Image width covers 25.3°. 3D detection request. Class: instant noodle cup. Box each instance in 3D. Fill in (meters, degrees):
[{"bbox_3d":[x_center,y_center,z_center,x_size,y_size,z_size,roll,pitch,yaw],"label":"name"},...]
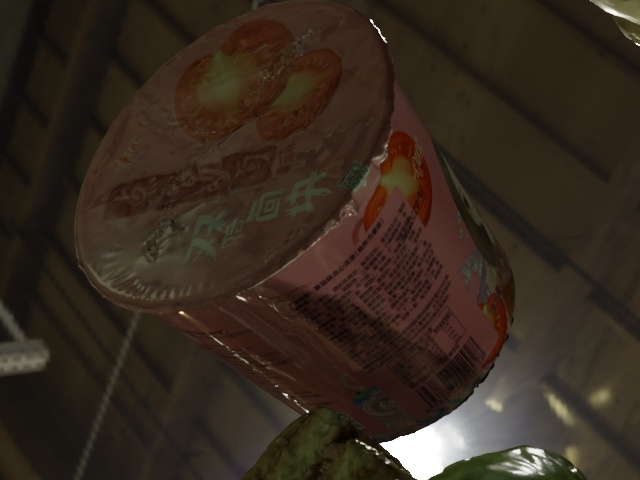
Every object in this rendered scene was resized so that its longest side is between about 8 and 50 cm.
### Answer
[{"bbox_3d":[0.000,0.000,0.963,0.243,0.231,0.243,-22,-134,24],"label":"instant noodle cup"}]

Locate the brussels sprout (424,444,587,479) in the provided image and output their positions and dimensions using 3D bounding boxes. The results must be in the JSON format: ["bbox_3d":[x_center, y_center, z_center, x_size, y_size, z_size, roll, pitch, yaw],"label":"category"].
[{"bbox_3d":[0.126,0.265,1.073,0.244,0.244,0.244,5,-83,48],"label":"brussels sprout"}]

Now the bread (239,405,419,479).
[{"bbox_3d":[0.028,0.195,0.805,0.102,0.196,0.138,12,-117,46],"label":"bread"}]

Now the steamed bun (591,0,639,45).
[{"bbox_3d":[0.222,-0.269,0.614,0.325,0.230,0.372,114,-18,-70],"label":"steamed bun"}]
